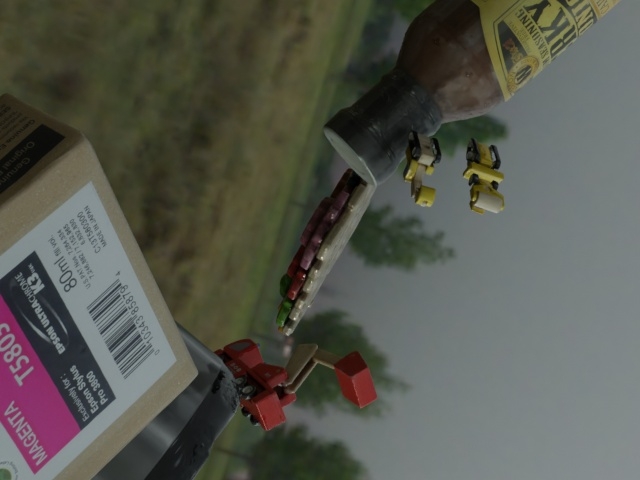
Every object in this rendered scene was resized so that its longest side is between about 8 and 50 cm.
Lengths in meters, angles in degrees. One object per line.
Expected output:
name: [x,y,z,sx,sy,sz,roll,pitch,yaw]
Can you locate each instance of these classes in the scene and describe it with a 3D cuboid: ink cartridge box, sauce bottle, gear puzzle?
ink cartridge box: [-0.199,0.060,0.926,0.193,0.088,0.235,-45,140,-23]
sauce bottle: [0.152,-0.182,1.280,0.344,0.111,0.111,-42,176,-4]
gear puzzle: [0.000,0.000,1.509,0.175,0.044,0.339,-58,177,-25]

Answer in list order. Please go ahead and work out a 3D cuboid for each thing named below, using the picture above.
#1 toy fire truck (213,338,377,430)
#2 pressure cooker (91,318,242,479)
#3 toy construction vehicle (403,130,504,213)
toy fire truck: [-0.036,0.154,1.712,0.192,0.135,0.047,34,-32,55]
pressure cooker: [-0.341,0.154,1.498,0.370,0.420,0.375,-48,-174,-2]
toy construction vehicle: [0.110,-0.052,1.225,0.098,0.086,0.035,-98,-150,-54]
